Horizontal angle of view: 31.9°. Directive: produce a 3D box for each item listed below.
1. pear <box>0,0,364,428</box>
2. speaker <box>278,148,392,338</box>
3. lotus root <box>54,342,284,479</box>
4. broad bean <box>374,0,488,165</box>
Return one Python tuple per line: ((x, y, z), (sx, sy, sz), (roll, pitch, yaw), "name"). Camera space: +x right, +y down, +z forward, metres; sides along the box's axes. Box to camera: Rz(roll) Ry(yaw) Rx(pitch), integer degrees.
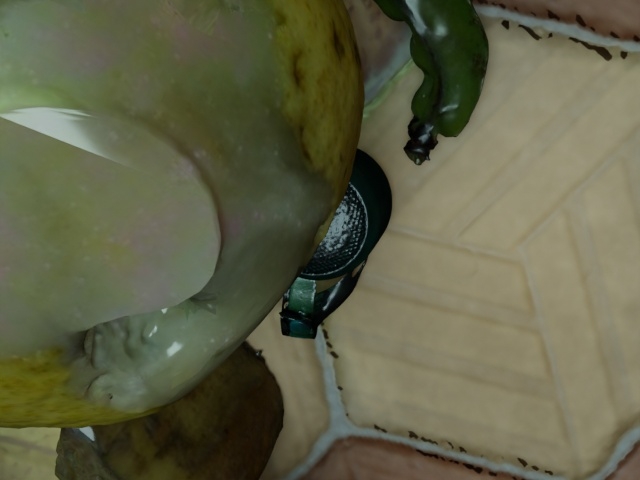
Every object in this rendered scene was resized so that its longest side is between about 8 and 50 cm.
((-0.120, -0.061, 0.433), (0.271, 0.271, 0.271), (2, 102, 10), "pear")
((0.005, 0.002, 0.548), (0.060, 0.075, 0.094), (-6, 101, 13), "speaker")
((-0.075, 0.102, 0.570), (0.095, 0.135, 0.159), (7, 116, 8), "lotus root")
((0.028, -0.134, 0.533), (0.061, 0.046, 0.195), (-25, 97, 12), "broad bean")
